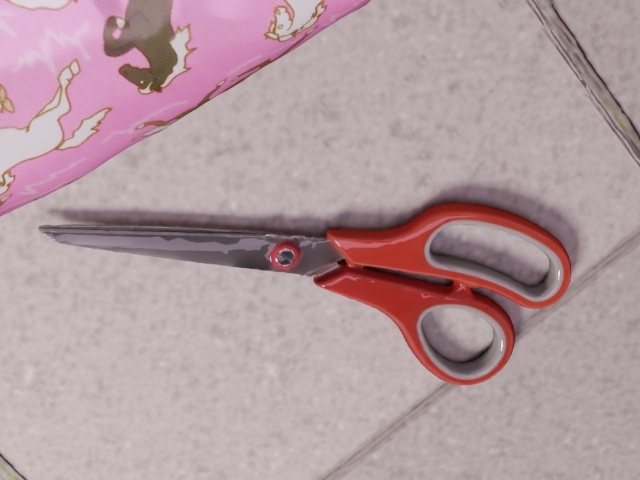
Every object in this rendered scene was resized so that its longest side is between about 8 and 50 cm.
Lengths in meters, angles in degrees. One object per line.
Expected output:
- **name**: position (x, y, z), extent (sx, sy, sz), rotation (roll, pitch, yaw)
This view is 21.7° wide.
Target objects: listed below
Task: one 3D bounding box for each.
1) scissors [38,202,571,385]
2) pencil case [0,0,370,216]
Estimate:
- **scissors**: position (0.000, 0.000, 0.930), extent (0.297, 0.021, 0.109), rotation (20, 109, -18)
- **pencil case**: position (-0.157, -0.101, 0.777), extent (0.386, 0.160, 0.167), rotation (-31, 86, 3)
